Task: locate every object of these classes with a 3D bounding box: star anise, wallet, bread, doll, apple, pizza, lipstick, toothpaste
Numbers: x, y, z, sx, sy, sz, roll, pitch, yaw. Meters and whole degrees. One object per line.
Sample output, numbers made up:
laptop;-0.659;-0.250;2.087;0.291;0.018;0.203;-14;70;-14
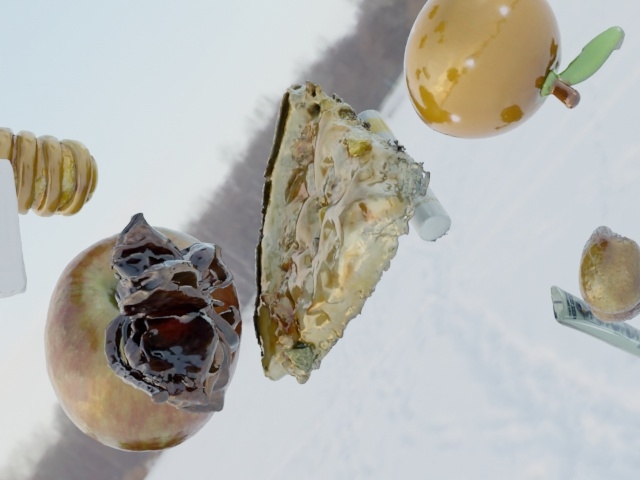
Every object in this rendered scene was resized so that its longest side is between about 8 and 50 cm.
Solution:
star anise;-0.146;0.067;1.171;0.220;0.125;0.190;44;-137;-74
wallet;-0.419;-0.019;1.495;0.032;0.124;0.183;-37;58;48
bread;0.407;0.054;1.669;0.344;0.084;0.124;19;-103;-70
doll;0.224;-0.217;1.512;0.213;0.236;0.213;-48;-29;-37
apple;-0.245;0.146;1.749;0.250;0.277;0.309;83;-150;-52
pizza;-0.014;0.005;1.736;0.435;0.080;0.392;-129;55;-61
lipstick;0.126;-0.107;1.987;0.059;0.059;0.264;-56;45;28
bread;-0.392;-0.090;1.705;0.084;0.177;0.119;-132;51;-62
toothpaste;0.416;0.127;1.818;0.039;0.239;0.062;-30;49;38
